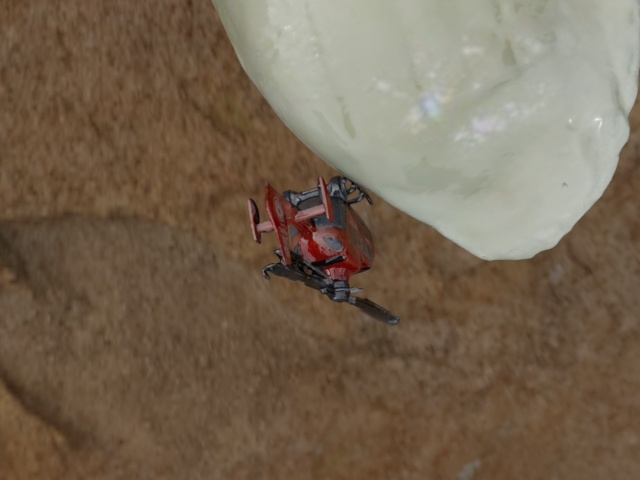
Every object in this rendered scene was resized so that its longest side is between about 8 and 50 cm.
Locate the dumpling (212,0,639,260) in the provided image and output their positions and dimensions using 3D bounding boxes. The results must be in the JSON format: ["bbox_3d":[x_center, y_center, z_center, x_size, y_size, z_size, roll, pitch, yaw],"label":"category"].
[{"bbox_3d":[0.048,-0.116,0.699,0.179,0.131,0.252,-39,79,29],"label":"dumpling"}]

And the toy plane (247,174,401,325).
[{"bbox_3d":[0.000,0.000,0.725,0.037,0.060,0.145,-16,162,14],"label":"toy plane"}]
